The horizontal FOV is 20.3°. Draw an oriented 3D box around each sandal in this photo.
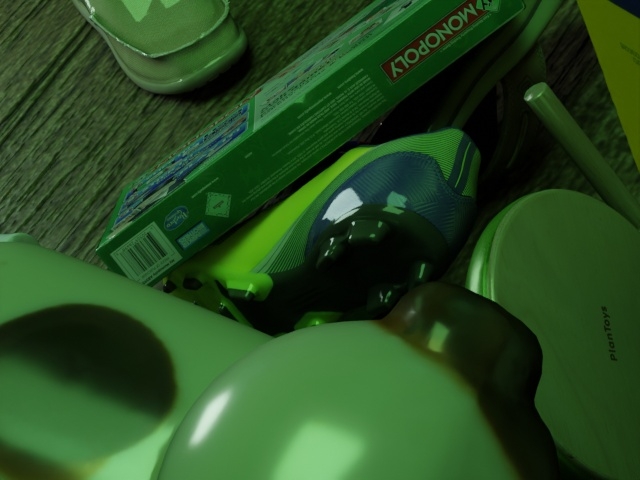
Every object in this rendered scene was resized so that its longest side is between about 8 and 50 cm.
[{"bbox_3d":[0.121,-0.096,1.253,0.303,0.086,0.120,-51,11,-14],"label":"sandal"}]

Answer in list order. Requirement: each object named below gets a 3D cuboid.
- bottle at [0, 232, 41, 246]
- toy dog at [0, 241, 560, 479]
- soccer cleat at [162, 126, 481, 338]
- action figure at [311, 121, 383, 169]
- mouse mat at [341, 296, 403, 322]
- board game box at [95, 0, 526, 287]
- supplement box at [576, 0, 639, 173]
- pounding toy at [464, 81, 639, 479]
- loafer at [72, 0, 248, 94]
[{"bbox_3d":[-0.345,0.039,1.388,0.283,0.092,0.118,-5,45,26],"label":"bottle"},{"bbox_3d":[-0.053,0.122,0.926,0.408,0.395,0.284,4,41,44],"label":"toy dog"},{"bbox_3d":[0.001,0.001,1.175,0.289,0.093,0.121,-20,33,51],"label":"soccer cleat"},{"bbox_3d":[-0.005,-0.064,1.348,0.115,0.030,0.038,-16,34,19],"label":"action figure"},{"bbox_3d":[-0.017,0.035,1.272,0.189,0.007,0.152,-35,41,-9],"label":"mouse mat"},{"bbox_3d":[-0.010,-0.093,1.244,0.317,0.046,0.213,-36,10,6],"label":"board game box"},{"bbox_3d":[0.294,-0.043,0.905,0.194,0.356,0.195,-37,41,-9],"label":"supplement box"},{"bbox_3d":[0.134,0.053,1.072,0.110,0.183,0.237,-29,32,42],"label":"pounding toy"},{"bbox_3d":[-0.158,-0.210,1.534,0.102,0.092,0.268,-40,42,-12],"label":"loafer"}]
